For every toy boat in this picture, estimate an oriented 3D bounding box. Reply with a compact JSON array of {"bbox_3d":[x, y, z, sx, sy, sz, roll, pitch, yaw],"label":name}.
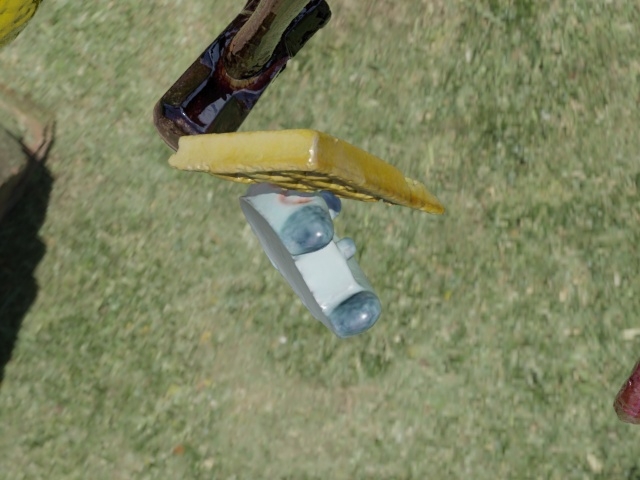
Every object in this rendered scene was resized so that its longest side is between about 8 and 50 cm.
[{"bbox_3d":[0.000,0.000,1.070,0.079,0.208,0.134,-35,107,-5],"label":"toy boat"}]

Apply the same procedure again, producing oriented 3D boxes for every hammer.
[{"bbox_3d":[-0.053,-0.236,1.390,0.095,0.242,0.409,39,160,-3],"label":"hammer"}]

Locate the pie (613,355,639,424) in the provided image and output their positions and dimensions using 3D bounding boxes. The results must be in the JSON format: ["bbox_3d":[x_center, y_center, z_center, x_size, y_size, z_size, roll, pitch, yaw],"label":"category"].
[{"bbox_3d":[0.315,0.101,1.213,0.036,0.154,0.154,31,120,18],"label":"pie"}]

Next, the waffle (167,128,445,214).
[{"bbox_3d":[-0.005,-0.042,0.954,0.125,0.191,0.032,-2,78,29],"label":"waffle"}]

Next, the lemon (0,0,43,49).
[{"bbox_3d":[-0.351,-0.280,1.135,0.254,0.310,0.253,-14,146,-10],"label":"lemon"}]
